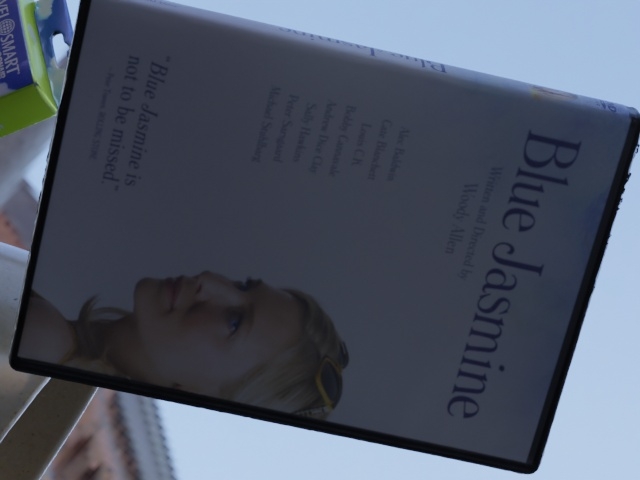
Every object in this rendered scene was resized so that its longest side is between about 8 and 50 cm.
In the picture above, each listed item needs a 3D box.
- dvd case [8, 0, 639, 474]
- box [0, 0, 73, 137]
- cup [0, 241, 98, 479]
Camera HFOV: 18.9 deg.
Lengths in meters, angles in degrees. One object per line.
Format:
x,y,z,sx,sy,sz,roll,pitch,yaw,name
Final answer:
0.000,0.000,0.861,0.253,0.022,0.180,12,-72,-7,dvd case
-0.250,-0.107,1.272,0.178,0.109,0.042,-21,-35,6,box
-0.327,0.115,1.417,0.237,0.331,0.331,34,-39,4,cup
